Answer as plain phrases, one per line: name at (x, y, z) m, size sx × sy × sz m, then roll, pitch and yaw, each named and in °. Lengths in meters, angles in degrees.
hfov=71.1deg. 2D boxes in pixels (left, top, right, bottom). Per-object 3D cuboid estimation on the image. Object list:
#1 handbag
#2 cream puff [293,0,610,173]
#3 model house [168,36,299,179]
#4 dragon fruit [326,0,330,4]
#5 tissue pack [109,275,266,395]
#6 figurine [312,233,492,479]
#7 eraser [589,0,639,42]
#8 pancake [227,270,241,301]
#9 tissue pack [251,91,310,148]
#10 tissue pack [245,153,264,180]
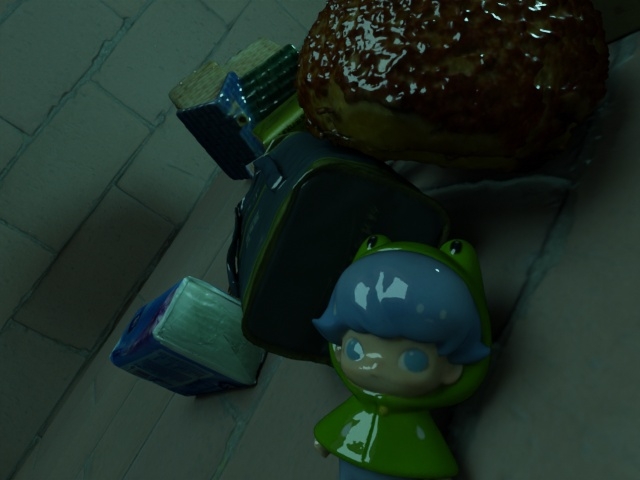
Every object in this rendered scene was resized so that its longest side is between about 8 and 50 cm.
handbag at (0.000, 0.000, 0.589) m, size 0.262 × 0.223 × 0.241 m, roll -65°, pitch 18°, yaw 13°
cream puff at (0.140, -0.202, 0.500) m, size 0.350 × 0.351 × 0.228 m, roll -113°, pitch 30°, yaw -64°
model house at (-0.223, -0.440, 1.576) m, size 0.446 × 0.395 × 0.400 m, roll -37°, pitch 38°, yaw -4°
dragon fruit at (0.167, -0.495, 0.862) m, size 0.295 × 0.302 × 0.295 m, roll -172°, pitch 90°, yaw -89°
tissue pack at (-0.248, 0.191, 0.849) m, size 0.263 × 0.198 × 0.146 m, roll -30°, pitch 34°, yaw 46°
figurine at (0.068, 0.121, 0.410) m, size 0.162 × 0.143 × 0.263 m, roll 2°, pitch 74°, yaw 33°
eraser at (0.334, -0.308, 0.494) m, size 0.343 × 0.144 × 0.078 m, roll -12°, pitch 48°, yaw 60°
pancake at (-0.092, 0.003, 0.991) m, size 0.356 × 0.065 × 0.356 m, roll -46°, pitch 18°, yaw 20°
tissue pack at (0.016, -0.247, 0.936) m, size 0.275 × 0.167 × 0.200 m, roll -40°, pitch 25°, yaw 1°
tissue pack at (-0.076, -0.085, 0.856) m, size 0.065 × 0.115 × 0.155 m, roll -34°, pitch 39°, yaw -5°
